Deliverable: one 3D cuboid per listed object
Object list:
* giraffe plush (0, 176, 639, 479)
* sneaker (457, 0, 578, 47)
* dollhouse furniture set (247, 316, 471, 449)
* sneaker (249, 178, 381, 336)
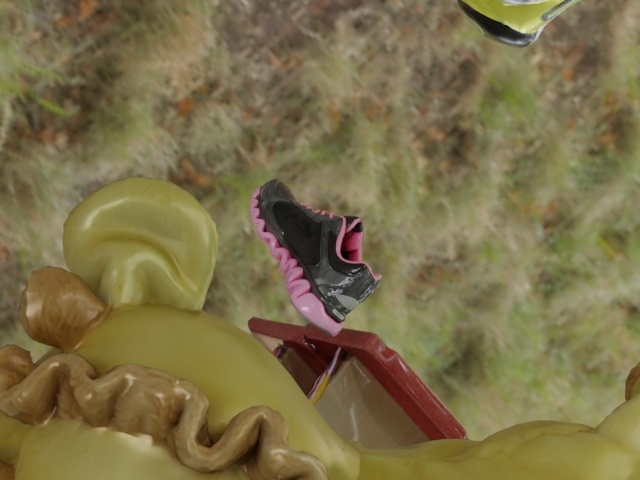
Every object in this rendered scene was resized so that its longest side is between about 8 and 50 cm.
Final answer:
[{"bbox_3d":[-0.015,0.087,0.361,0.170,0.181,0.210,26,122,-12],"label":"giraffe plush"},{"bbox_3d":[0.214,-0.238,0.876,0.384,0.145,0.147,-24,139,-21],"label":"sneaker"},{"bbox_3d":[0.045,0.249,0.978,0.201,0.152,0.374,-48,112,-21],"label":"dollhouse furniture set"},{"bbox_3d":[0.000,0.000,0.890,0.057,0.119,0.047,-42,137,14],"label":"sneaker"}]
